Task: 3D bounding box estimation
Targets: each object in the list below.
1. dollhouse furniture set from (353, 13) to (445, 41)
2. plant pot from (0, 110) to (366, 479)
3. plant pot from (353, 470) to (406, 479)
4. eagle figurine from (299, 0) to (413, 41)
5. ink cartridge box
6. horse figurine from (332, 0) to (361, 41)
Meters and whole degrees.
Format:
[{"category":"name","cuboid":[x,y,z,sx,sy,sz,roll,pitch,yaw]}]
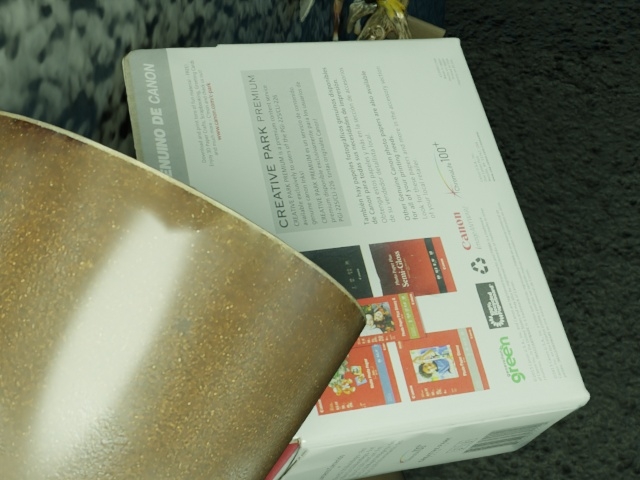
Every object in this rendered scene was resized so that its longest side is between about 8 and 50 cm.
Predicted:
[{"category":"dollhouse furniture set","cuboid":[0.108,-0.260,1.419,0.144,0.123,0.151,125,-20,-55]},{"category":"plant pot","cuboid":[-0.122,0.096,0.411,0.231,0.215,0.215,-64,166,-13]},{"category":"plant pot","cuboid":[0.051,0.437,1.527,0.263,0.262,0.229,86,-3,-48]},{"category":"eagle figurine","cuboid":[0.023,-0.360,0.960,0.298,0.225,0.226,40,9,-44]},{"category":"ink cartridge box","cuboid":[0.004,0.010,0.653,0.130,0.271,0.310,116,-34,-58]},{"category":"horse figurine","cuboid":[0.061,-0.413,1.335,0.174,0.066,0.263,93,12,-56]}]
